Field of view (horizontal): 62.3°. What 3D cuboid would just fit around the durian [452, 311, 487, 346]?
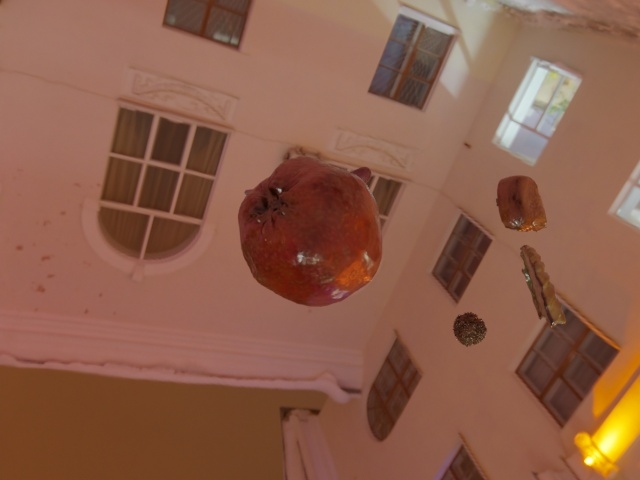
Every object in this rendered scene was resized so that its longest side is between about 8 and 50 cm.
[{"bbox_3d":[0.345,0.210,1.227,0.080,0.091,0.080,-3,-159,1],"label":"durian"}]

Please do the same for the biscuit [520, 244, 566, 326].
[{"bbox_3d":[0.493,0.098,1.195,0.273,0.036,0.187,4,-112,-74],"label":"biscuit"}]

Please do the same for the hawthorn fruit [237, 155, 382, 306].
[{"bbox_3d":[0.000,0.000,0.777,0.205,0.205,0.253,42,-176,41],"label":"hawthorn fruit"}]

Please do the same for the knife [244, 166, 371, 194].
[{"bbox_3d":[-0.018,-0.092,1.140,0.123,0.278,0.053,51,-146,-45],"label":"knife"}]

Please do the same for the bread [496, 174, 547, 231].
[{"bbox_3d":[0.457,-0.084,1.187,0.126,0.044,0.129,4,-112,-24],"label":"bread"}]
